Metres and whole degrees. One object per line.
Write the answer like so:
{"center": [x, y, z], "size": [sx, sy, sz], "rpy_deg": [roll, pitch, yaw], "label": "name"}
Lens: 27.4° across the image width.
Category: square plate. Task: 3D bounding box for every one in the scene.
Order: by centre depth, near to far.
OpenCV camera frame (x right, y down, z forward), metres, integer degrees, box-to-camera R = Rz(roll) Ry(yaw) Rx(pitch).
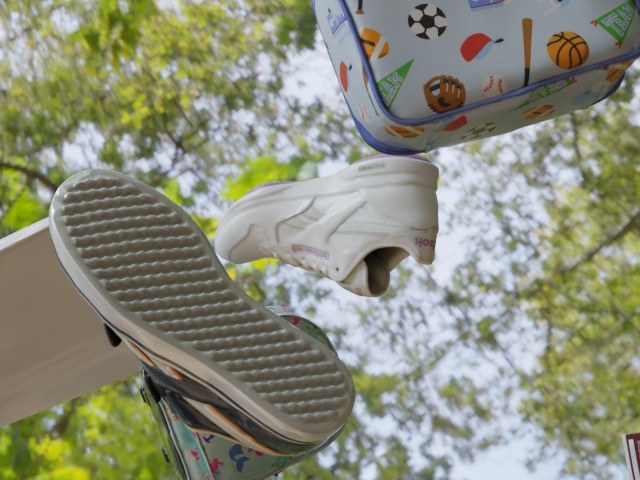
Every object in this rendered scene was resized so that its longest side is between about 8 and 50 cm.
{"center": [-0.334, 0.093, 1.477], "size": [0.347, 0.049, 0.344], "rpy_deg": [-23, -32, 10], "label": "square plate"}

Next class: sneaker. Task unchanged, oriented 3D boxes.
{"center": [-0.121, 0.079, 1.166], "size": [0.126, 0.321, 0.127], "rpy_deg": [-44, -6, -33], "label": "sneaker"}
{"center": [0.000, 0.000, 1.502], "size": [0.305, 0.152, 0.114], "rpy_deg": [-15, -16, 34], "label": "sneaker"}

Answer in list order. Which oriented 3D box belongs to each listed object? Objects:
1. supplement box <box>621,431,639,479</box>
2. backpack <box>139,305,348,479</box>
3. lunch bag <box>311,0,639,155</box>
{"center": [0.585, 0.357, 2.079], "size": [0.073, 0.239, 0.130], "rpy_deg": [-5, -99, -22], "label": "supplement box"}
{"center": [-0.090, 0.208, 1.749], "size": [0.253, 0.191, 0.225], "rpy_deg": [-22, -81, -19], "label": "backpack"}
{"center": [0.152, -0.226, 1.254], "size": [0.303, 0.243, 0.115], "rpy_deg": [-17, -15, -11], "label": "lunch bag"}
